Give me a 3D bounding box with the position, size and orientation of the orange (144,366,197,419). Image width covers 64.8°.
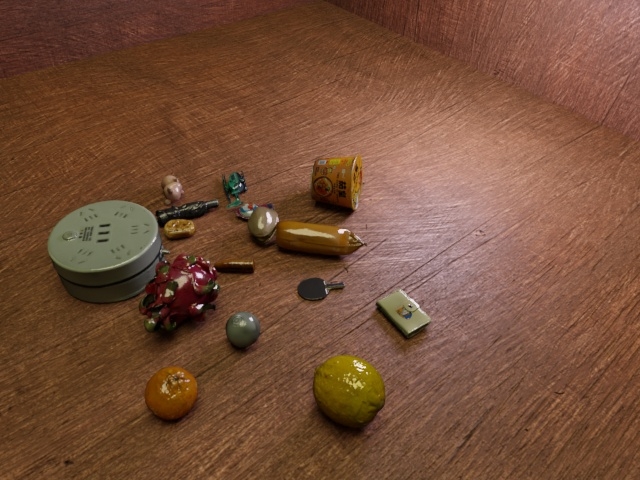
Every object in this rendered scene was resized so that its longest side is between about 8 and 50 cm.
[{"bbox_3d":[-0.390,0.394,1.317,0.135,0.118,0.136,0,37,0],"label":"orange"}]

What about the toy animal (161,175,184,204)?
[{"bbox_3d":[-0.580,-0.201,1.958,0.089,0.084,0.150,-22,36,-8],"label":"toy animal"}]

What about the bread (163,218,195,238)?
[{"bbox_3d":[-0.509,-0.043,1.820,0.110,0.044,0.083,-8,41,-15],"label":"bread"}]

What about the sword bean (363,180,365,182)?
[{"bbox_3d":[0.148,-0.234,2.097,0.083,0.012,0.012,-17,47,-19],"label":"sword bean"}]

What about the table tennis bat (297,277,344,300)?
[{"bbox_3d":[0.002,0.157,1.671,0.157,0.014,0.095,-6,43,-8],"label":"table tennis bat"}]

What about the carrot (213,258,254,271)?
[{"bbox_3d":[-0.292,0.083,1.702,0.139,0.048,0.048,0,43,-3],"label":"carrot"}]

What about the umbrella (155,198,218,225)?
[{"bbox_3d":[-0.494,-0.110,1.884,0.235,0.059,0.066,-15,70,-21],"label":"umbrella"}]

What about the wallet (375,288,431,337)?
[{"bbox_3d":[0.264,0.230,1.598,0.110,0.039,0.155,-25,50,-23],"label":"wallet"}]

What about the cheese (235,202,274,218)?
[{"bbox_3d":[-0.250,-0.115,1.919,0.144,0.038,0.095,-11,46,-14],"label":"cheese"}]

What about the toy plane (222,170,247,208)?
[{"bbox_3d":[-0.338,-0.208,1.997,0.096,0.060,0.235,-14,42,-7],"label":"toy plane"}]

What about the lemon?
[{"bbox_3d":[0.072,0.392,1.318,0.192,0.181,0.181,9,44,4],"label":"lemon"}]

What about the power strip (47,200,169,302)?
[{"bbox_3d":[-0.678,0.028,1.645,0.356,0.162,0.358,2,43,-2],"label":"power strip"}]

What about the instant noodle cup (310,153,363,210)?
[{"bbox_3d":[0.064,-0.231,1.958,0.172,0.216,0.216,6,43,15],"label":"instant noodle cup"}]

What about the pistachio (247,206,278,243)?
[{"bbox_3d":[-0.206,-0.055,1.814,0.112,0.113,0.149,-2,53,-6],"label":"pistachio"}]

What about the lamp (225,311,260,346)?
[{"bbox_3d":[-0.228,0.260,1.480,0.105,0.105,0.105,2,43,-2],"label":"lamp"}]

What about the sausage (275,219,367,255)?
[{"bbox_3d":[0.002,-0.005,1.777,0.327,0.112,0.112,8,43,3],"label":"sausage"}]

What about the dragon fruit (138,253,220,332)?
[{"bbox_3d":[-0.430,0.160,1.521,0.272,0.219,0.198,-31,9,-26],"label":"dragon fruit"}]
